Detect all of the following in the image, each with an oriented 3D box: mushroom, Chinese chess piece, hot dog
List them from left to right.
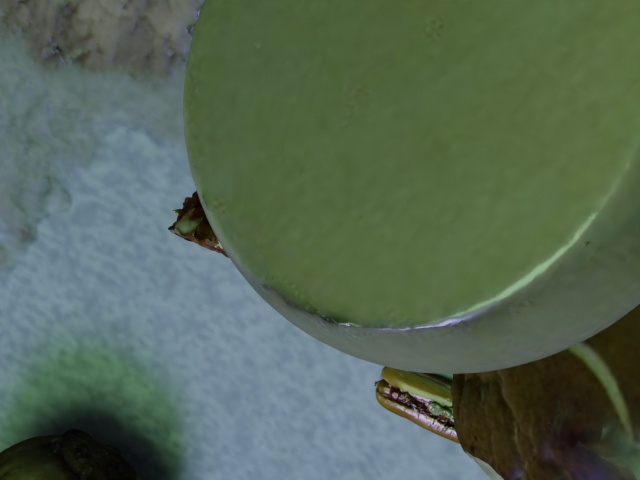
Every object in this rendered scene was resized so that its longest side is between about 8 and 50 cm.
[{"bbox_3d":[0.070,0.101,0.964,0.083,0.021,0.037,21,123,11],"label":"hot dog"},{"bbox_3d":[0.063,-0.070,0.755,0.273,0.102,0.273,-8,75,30],"label":"Chinese chess piece"},{"bbox_3d":[0.168,0.109,0.855,0.233,0.208,0.302,56,145,36],"label":"mushroom"}]

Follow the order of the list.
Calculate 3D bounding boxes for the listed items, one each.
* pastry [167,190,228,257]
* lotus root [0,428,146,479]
[{"bbox_3d":[0.000,0.000,0.904,0.169,0.087,0.063,22,88,8],"label":"pastry"},{"bbox_3d":[-0.189,0.237,1.073,0.145,0.128,0.260,36,119,16],"label":"lotus root"}]
